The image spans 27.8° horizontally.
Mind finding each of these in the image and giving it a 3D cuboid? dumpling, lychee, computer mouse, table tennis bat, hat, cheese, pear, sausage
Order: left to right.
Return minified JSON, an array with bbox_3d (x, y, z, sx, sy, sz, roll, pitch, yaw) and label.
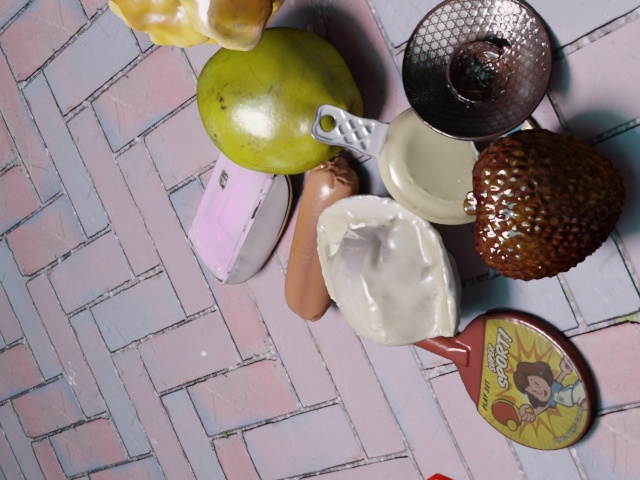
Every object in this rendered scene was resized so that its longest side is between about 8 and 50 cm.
[{"bbox_3d":[-0.127,-0.059,2.083,0.158,0.072,0.310,49,139,22],"label":"computer mouse"},{"bbox_3d":[-0.063,-0.198,1.830,0.269,0.212,0.212,21,124,34],"label":"pear"},{"bbox_3d":[0.000,0.001,1.957,0.086,0.086,0.289,39,133,30],"label":"sausage"},{"bbox_3d":[0.081,0.039,1.794,0.243,0.175,0.226,-7,118,21],"label":"dumpling"},{"bbox_3d":[0.112,-0.099,1.680,0.071,0.249,0.163,-174,82,-82],"label":"cheese"},{"bbox_3d":[0.203,-0.210,1.623,0.193,0.082,0.193,-4,79,19],"label":"hat"},{"bbox_3d":[0.251,0.179,1.802,0.310,0.038,0.200,23,124,37],"label":"table tennis bat"},{"bbox_3d":[0.263,-0.044,1.556,0.194,0.194,0.194,25,127,40],"label":"lychee"}]

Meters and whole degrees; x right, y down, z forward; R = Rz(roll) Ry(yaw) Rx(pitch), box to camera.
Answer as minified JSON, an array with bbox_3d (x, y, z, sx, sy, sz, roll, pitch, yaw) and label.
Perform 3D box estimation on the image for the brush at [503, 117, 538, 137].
[{"bbox_3d":[0.223,-0.171,1.667,0.164,0.014,0.051,47,137,24],"label":"brush"}]

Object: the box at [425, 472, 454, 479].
[{"bbox_3d":[0.222,0.426,1.953,0.152,0.048,0.100,18,120,46],"label":"box"}]

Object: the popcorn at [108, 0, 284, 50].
[{"bbox_3d":[-0.172,-0.453,1.709,0.354,0.344,0.390,-129,47,-87],"label":"popcorn"}]
